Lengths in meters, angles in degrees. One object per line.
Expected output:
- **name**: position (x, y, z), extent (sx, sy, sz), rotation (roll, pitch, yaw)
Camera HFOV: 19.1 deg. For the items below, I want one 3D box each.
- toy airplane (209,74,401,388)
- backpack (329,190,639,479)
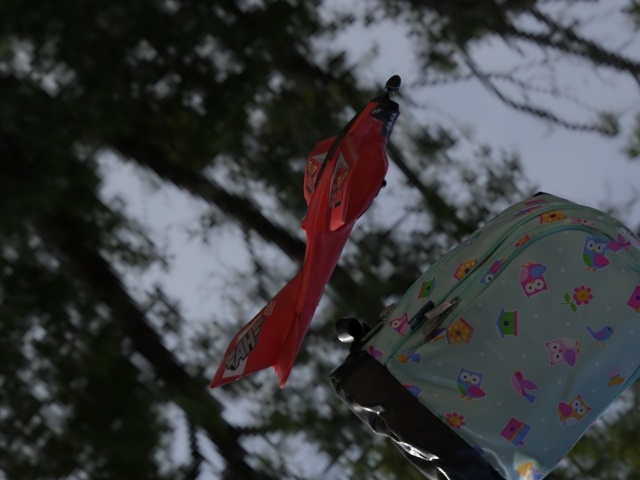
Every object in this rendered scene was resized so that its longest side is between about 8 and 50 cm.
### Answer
- **toy airplane**: position (0.000, 0.000, 0.784), extent (0.151, 0.028, 0.151), rotation (-61, -172, 15)
- **backpack**: position (0.114, 0.061, 1.088), extent (0.182, 0.152, 0.115), rotation (-47, -163, 1)
